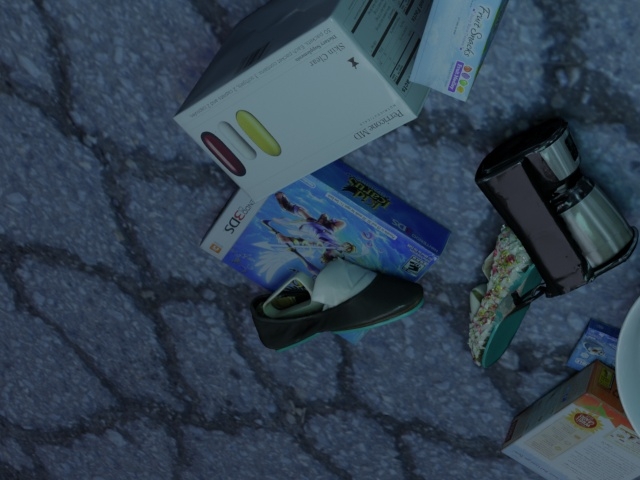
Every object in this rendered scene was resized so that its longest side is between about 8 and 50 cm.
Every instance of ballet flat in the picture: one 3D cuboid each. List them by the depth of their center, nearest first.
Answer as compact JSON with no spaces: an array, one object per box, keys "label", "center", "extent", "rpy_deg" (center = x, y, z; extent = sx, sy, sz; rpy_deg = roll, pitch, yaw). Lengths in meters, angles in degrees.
[{"label":"ballet flat","center":[0.240,0.068,1.688],"extent":[0.077,0.091,0.241],"rpy_deg":[45,139,26]},{"label":"ballet flat","center":[0.007,0.082,1.707],"extent":[0.280,0.095,0.096],"rpy_deg":[-20,109,39]}]

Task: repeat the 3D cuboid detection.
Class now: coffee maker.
[{"label":"coffee maker","center":[0.260,-0.030,1.511],"extent":[0.171,0.120,0.178],"rpy_deg":[-36,101,5]}]

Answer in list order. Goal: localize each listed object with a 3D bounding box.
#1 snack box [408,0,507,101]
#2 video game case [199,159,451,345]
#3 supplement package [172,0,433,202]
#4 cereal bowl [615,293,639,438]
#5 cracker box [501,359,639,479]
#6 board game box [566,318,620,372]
[{"label":"snack box","center":[0.164,-0.271,1.288],"extent":[0.070,0.207,0.174],"rpy_deg":[22,138,6]},{"label":"video game case","center":[0.000,0.000,1.740],"extent":[0.269,0.061,0.244],"rpy_deg":[32,138,-6]},{"label":"supplement package","center":[-0.001,-0.196,1.444],"extent":[0.262,0.204,0.145],"rpy_deg":[-26,117,41]},{"label":"cereal bowl","center":[0.535,0.145,1.525],"extent":[0.339,0.141,0.339],"rpy_deg":[12,115,26]},{"label":"cracker box","center":[0.382,0.273,1.799],"extent":[0.156,0.067,0.232],"rpy_deg":[32,143,-6]},{"label":"board game box","center":[0.390,0.155,1.727],"extent":[0.090,0.020,0.090],"rpy_deg":[22,139,5]}]
